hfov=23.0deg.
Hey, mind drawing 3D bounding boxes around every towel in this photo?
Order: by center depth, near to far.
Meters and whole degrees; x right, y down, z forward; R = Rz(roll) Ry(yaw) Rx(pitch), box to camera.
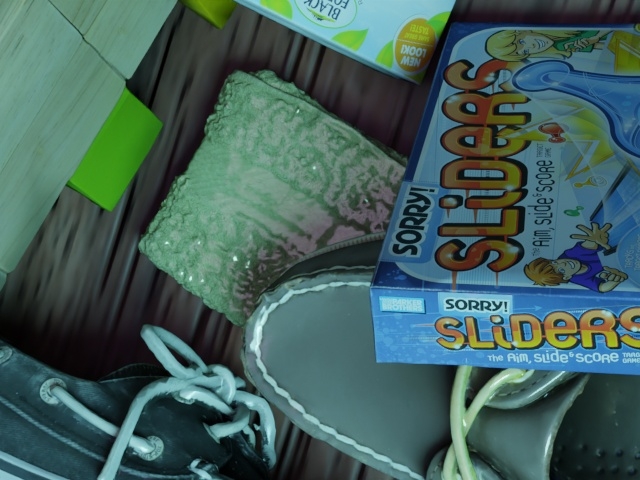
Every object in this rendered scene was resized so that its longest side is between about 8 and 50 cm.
[{"bbox_3d":[0.000,0.000,0.701,0.148,0.027,0.110,31,96,11],"label":"towel"}]

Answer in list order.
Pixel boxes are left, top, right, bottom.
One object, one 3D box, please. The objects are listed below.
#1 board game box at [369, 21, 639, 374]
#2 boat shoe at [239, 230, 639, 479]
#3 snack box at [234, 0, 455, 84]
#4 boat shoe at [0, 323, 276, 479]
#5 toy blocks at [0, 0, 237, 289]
[{"bbox_3d":[0.103,-0.024,0.599,0.136,0.201,0.035,1,124,12],"label":"board game box"},{"bbox_3d":[0.104,0.069,0.589,0.324,0.096,0.117,16,103,24],"label":"boat shoe"},{"bbox_3d":[0.004,-0.135,0.650,0.037,0.141,0.100,28,96,48],"label":"snack box"},{"bbox_3d":[-0.074,0.096,0.676,0.306,0.113,0.105,17,75,25],"label":"boat shoe"},{"bbox_3d":[-0.201,-0.136,0.672,0.261,0.191,0.381,27,82,21],"label":"toy blocks"}]
